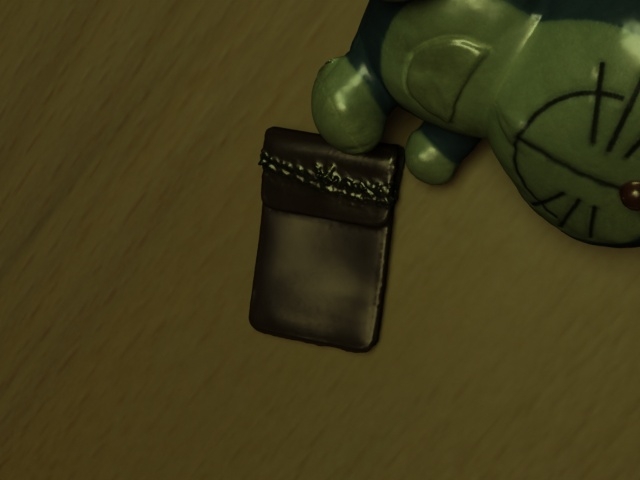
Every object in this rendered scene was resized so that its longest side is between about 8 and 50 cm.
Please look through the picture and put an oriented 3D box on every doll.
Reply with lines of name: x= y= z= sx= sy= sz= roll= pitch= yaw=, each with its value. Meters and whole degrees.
doll: x=0.136 y=-0.095 z=0.523 sx=0.258 sy=0.154 sz=0.228 roll=36 pitch=145 yaw=14

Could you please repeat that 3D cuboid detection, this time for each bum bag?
bum bag: x=0.000 y=0.000 z=0.650 sx=0.109 sy=0.026 sz=0.159 roll=9 pitch=97 yaw=18
